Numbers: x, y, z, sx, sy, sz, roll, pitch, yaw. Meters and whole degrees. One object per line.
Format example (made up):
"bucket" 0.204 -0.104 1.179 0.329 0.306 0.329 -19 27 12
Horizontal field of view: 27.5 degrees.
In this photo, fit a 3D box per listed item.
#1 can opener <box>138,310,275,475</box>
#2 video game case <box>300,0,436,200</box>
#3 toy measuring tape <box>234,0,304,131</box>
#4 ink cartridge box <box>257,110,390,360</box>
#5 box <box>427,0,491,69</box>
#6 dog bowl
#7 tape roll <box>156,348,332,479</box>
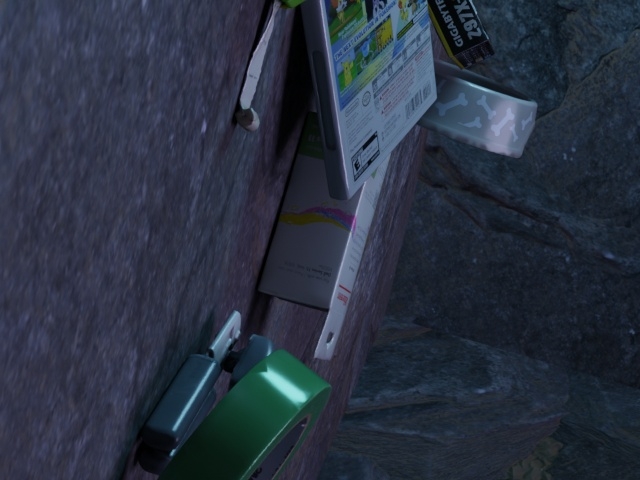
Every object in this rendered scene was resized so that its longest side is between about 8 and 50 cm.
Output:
"can opener" -0.126 0.182 1.575 0.283 0.095 0.076 -61 165 -59
"video game case" 0.075 -0.263 1.824 0.329 0.036 0.299 -49 138 -48
"toy measuring tape" 0.000 -0.274 1.483 0.121 0.121 0.330 18 88 -82
"ink cartridge box" 0.000 0.000 2.010 0.207 0.119 0.353 43 62 -80
"box" 0.210 -0.432 2.257 0.257 0.079 0.322 66 10 0
"dog bowl" 0.237 -0.260 2.389 0.349 0.349 0.102 -42 153 -76
"tape roll" -0.112 0.278 1.549 0.321 0.077 0.321 -52 170 -13
